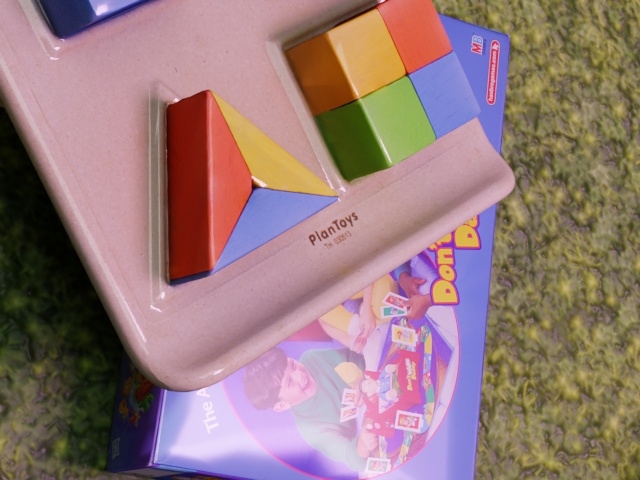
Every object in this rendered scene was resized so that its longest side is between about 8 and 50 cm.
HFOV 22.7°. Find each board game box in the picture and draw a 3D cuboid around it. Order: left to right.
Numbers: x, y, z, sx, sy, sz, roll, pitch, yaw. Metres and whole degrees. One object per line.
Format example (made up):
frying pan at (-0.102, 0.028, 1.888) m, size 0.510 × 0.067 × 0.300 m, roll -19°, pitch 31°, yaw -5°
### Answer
board game box at (0.000, 0.000, 1.073) m, size 0.233 × 0.078 × 0.347 m, roll 15°, pitch 73°, yaw -26°

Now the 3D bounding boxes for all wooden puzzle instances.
wooden puzzle at (-0.044, -0.129, 0.964) m, size 0.322 × 0.080 × 0.347 m, roll -31°, pitch 95°, yaw -36°

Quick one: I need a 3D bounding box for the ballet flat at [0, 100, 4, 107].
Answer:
ballet flat at (-0.212, -0.146, 0.983) m, size 0.280 × 0.095 × 0.096 m, roll 44°, pitch 72°, yaw -8°
